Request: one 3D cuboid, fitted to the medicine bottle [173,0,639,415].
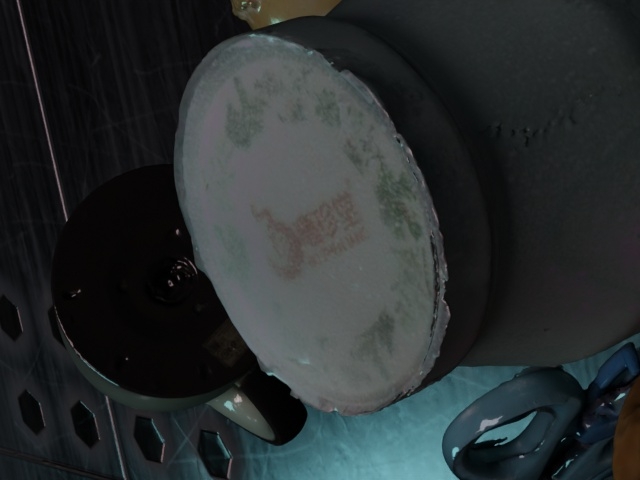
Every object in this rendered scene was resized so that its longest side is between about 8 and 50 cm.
[{"bbox_3d":[0.095,-0.048,0.886,0.245,0.290,0.245,25,125,42],"label":"medicine bottle"}]

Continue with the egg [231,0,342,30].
[{"bbox_3d":[0.018,-0.198,1.013,0.164,0.164,0.201,29,113,40],"label":"egg"}]

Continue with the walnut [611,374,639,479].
[{"bbox_3d":[0.249,0.119,0.830,0.228,0.228,0.228,24,124,42],"label":"walnut"}]

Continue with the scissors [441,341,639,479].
[{"bbox_3d":[0.136,0.160,1.071,0.393,0.180,0.032,107,150,-56],"label":"scissors"}]

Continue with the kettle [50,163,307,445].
[{"bbox_3d":[-0.096,0.067,1.247,0.221,0.161,0.236,42,166,1],"label":"kettle"}]
